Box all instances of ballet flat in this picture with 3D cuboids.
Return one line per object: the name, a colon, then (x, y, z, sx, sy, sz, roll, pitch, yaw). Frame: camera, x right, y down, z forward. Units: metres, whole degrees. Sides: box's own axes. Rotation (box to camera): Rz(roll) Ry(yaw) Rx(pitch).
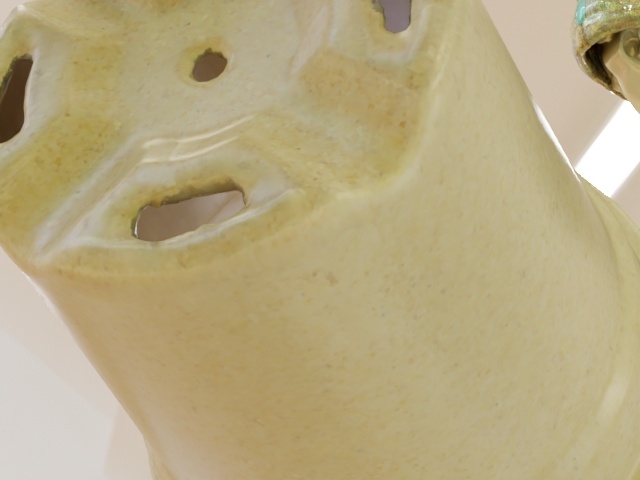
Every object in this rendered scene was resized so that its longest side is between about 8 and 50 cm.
ballet flat: (0.337, -0.089, 0.871, 0.349, 0.123, 0.123, 33, -34, -3)

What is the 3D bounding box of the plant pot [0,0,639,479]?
plant pot: (0.000, 0.000, 0.576, 0.334, 0.333, 0.305, 19, -23, 31)
